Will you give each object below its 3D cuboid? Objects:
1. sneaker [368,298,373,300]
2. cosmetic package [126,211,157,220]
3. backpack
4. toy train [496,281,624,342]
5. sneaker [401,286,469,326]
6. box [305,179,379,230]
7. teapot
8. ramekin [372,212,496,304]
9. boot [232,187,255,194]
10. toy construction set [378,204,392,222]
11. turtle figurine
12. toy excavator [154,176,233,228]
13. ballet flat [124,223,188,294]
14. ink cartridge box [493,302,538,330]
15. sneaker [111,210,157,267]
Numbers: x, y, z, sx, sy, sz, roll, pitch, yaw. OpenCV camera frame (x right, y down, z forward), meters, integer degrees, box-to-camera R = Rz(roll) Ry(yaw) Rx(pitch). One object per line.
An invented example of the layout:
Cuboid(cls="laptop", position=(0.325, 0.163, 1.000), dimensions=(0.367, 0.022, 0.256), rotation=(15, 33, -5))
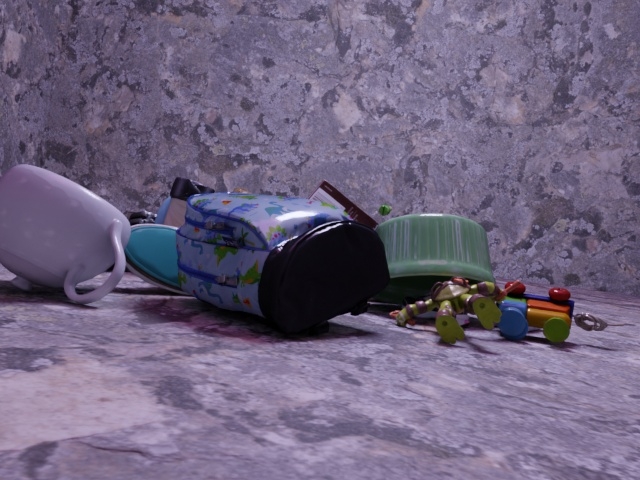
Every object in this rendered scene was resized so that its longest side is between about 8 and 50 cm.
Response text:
Cuboid(cls="sneaker", position=(0.171, 0.099, 1.476), dimensions=(0.262, 0.121, 0.099), rotation=(6, 2, -25))
Cuboid(cls="cosmetic package", position=(-0.550, -0.016, 2.060), dimensions=(0.296, 0.153, 0.129), rotation=(8, -1, -36))
Cuboid(cls="backpack", position=(-0.105, 0.027, 1.025), dimensions=(0.355, 0.274, 0.290), rotation=(-9, 7, 45))
Cuboid(cls="toy train", position=(0.471, 0.159, 1.110), dimensions=(0.248, 0.105, 0.143), rotation=(8, 12, 19))
Cuboid(cls="sneaker", position=(0.257, 0.136, 1.240), dimensions=(0.072, 0.077, 0.178), rotation=(8, 0, -41))
Cuboid(cls="box", position=(0.000, 0.000, 1.326), dimensions=(0.167, 0.168, 0.203), rotation=(39, -24, 0))
Cuboid(cls="teapot", position=(-0.469, 0.002, 0.984), dimensions=(0.252, 0.187, 0.256), rotation=(30, -20, -19))
Cuboid(cls="ramekin", position=(0.252, 0.050, 1.320), dimensions=(0.303, 0.148, 0.303), rotation=(3, -19, 1))
Cuboid(cls="boot", position=(-0.122, -0.058, 1.707), dimensions=(0.269, 0.089, 0.236), rotation=(17, -15, 35))
Cuboid(cls="toy construction set", position=(0.098, 0.051, 1.890), dimensions=(0.308, 0.258, 0.237), rotation=(-16, 2, 30))
Cuboid(cls="turtle figurine", position=(0.264, 0.111, 1.056), dimensions=(0.269, 0.087, 0.217), rotation=(-12, 8, 3))
Cuboid(cls="toy excavator", position=(-0.251, 0.002, 1.619), dimensions=(0.432, 0.222, 0.445), rotation=(17, -6, -13))
Cuboid(cls="ballet flat", position=(-0.245, 0.063, 1.219), dimensions=(0.400, 0.139, 0.139), rotation=(11, -1, -28))
Cuboid(cls="ink cartridge box", position=(0.442, 0.171, 1.278), dimensions=(0.088, 0.052, 0.122), rotation=(8, 0, 39))
Cuboid(cls="sneaker", position=(-0.509, -0.008, 1.473), dimensions=(0.104, 0.147, 0.295), rotation=(-11, -10, 28))
